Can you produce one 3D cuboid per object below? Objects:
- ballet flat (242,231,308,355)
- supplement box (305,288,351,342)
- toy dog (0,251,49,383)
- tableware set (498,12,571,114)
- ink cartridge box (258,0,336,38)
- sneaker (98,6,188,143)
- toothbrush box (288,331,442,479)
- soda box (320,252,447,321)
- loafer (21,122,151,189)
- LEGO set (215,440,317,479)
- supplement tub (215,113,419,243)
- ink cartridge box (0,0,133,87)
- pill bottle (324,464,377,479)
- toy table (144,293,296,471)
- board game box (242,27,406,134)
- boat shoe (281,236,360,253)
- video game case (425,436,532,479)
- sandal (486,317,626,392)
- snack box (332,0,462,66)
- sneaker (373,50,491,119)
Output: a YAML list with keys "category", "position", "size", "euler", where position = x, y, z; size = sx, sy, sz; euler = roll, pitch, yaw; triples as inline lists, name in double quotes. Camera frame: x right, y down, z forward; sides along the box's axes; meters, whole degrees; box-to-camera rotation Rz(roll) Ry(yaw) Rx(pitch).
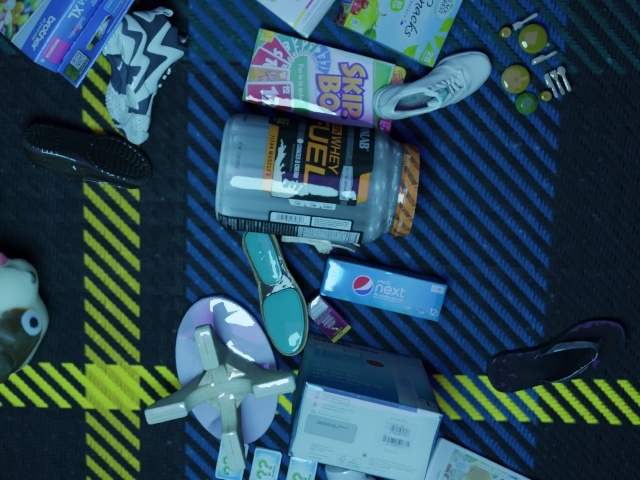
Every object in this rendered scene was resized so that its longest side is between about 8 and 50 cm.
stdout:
- category: "ballet flat"
  position: [-0.070, 0.081, 1.595]
  size: [0.080, 0.073, 0.232]
  euler: [-16, 87, 7]
- category: "supplement box"
  position: [0.010, 0.131, 1.628]
  size: [0.043, 0.055, 0.083]
  euler: [-42, 96, 7]
- category: "toy dog"
  position: [-0.648, 0.090, 1.510]
  size: [0.408, 0.284, 0.395]
  euler: [19, 99, -5]
- category: "tableware set"
  position: [0.350, -0.297, 1.575]
  size: [0.104, 0.024, 0.154]
  euler: [-27, 100, 8]
- category: "ink cartridge box"
  position: [-0.072, -0.437, 1.527]
  size: [0.209, 0.062, 0.109]
  euler: [37, 97, -6]
- category: "sneaker"
  position: [-0.277, -0.281, 1.540]
  size: [0.153, 0.094, 0.235]
  euler: [-35, 137, -33]
- category: "toothbrush box"
  position: [0.067, 0.268, 1.531]
  size: [0.216, 0.295, 0.126]
  euler: [14, 98, -2]
- category: "soda box"
  position: [0.107, 0.079, 1.611]
  size: [0.210, 0.071, 0.067]
  euler: [14, 99, -2]
- category: "loafer"
  position: [-0.396, -0.137, 1.580]
  size: [0.220, 0.078, 0.080]
  euler: [19, 57, -11]
- category: "LEGO set"
  position: [-0.119, 0.498, 1.691]
  size: [0.182, 0.060, 0.244]
  euler: [13, 100, 2]
- category: "supplement tub"
  position: [-0.005, -0.098, 1.520]
  size: [0.316, 0.193, 0.194]
  euler: [6, 100, -2]
- category: "ink cartridge box"
  position: [-0.439, -0.397, 1.461]
  size: [0.311, 0.065, 0.186]
  euler: [40, 98, 24]
- category: "pill bottle"
  position: [0.065, 0.483, 1.664]
  size: [0.103, 0.103, 0.184]
  euler: [-14, 99, 2]
- category: "toy table"
  position: [-0.167, 0.244, 1.595]
  size: [0.252, 0.161, 0.274]
  euler: [-24, 100, 4]
- category: "board game box"
  position: [0.008, -0.265, 1.574]
  size: [0.259, 0.039, 0.124]
  euler: [14, 100, -5]
- category: "boat shoe"
  position: [0.000, 0.000, 1.608]
  size: [0.137, 0.049, 0.043]
  euler: [18, 87, 3]
- category: "video game case"
  position: [0.274, 0.496, 1.676]
  size: [0.227, 0.026, 0.206]
  euler: [26, 81, -5]
- category: "sandal"
  position: [0.423, 0.215, 1.643]
  size: [0.254, 0.054, 0.097]
  euler: [-21, 99, 3]
- category: "snack box"
  position: [0.143, -0.412, 1.508]
  size: [0.174, 0.070, 0.207]
  euler: [21, 101, -22]
- category: "sneaker"
  position: [0.197, -0.247, 1.533]
  size: [0.212, 0.094, 0.080]
  euler: [-25, 109, -7]
